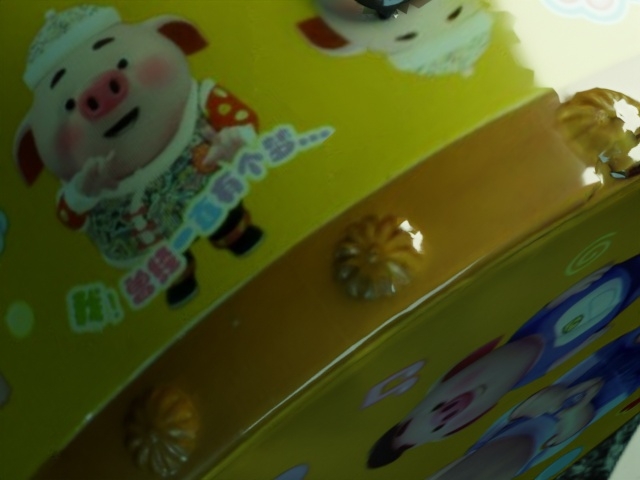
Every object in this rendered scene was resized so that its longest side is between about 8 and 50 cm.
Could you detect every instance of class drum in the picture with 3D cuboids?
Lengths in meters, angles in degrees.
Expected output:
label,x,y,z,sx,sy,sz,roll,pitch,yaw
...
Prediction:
label,x,y,z,sx,sy,sz,roll,pitch,yaw
drum,0.000,0.000,0.779,0.431,0.214,0.431,-31,160,-12
